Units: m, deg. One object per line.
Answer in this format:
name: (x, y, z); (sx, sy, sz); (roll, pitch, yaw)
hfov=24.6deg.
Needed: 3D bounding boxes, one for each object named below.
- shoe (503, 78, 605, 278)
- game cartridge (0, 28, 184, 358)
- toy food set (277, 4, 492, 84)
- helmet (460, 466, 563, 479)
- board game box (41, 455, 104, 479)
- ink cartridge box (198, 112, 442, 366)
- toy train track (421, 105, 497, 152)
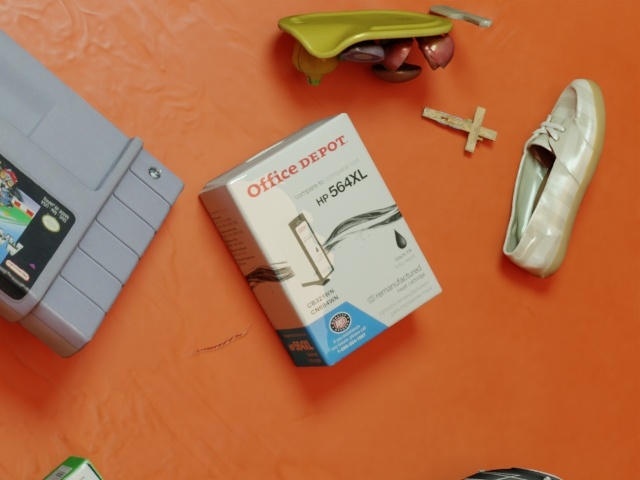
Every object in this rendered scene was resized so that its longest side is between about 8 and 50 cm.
shoe: (0.243, -0.071, 1.534); (0.058, 0.076, 0.219); (20, 80, -25)
game cartridge: (-0.299, -0.084, 1.268); (0.355, 0.068, 0.230); (41, 39, -15)
toy food set: (0.061, -0.186, 1.451); (0.218, 0.128, 0.071); (-8, 109, -28)
helmet: (0.181, 0.302, 1.431); (0.169, 0.161, 0.169); (2, 85, -23)
board game box: (-0.213, 0.391, 1.313); (0.242, 0.064, 0.316); (-39, 101, -20)
ink cartridge box: (0.000, 0.000, 1.422); (0.148, 0.086, 0.203); (-33, 99, -21)
toy train track: (0.144, -0.121, 1.532); (0.083, 0.014, 0.048); (18, 86, -15)
